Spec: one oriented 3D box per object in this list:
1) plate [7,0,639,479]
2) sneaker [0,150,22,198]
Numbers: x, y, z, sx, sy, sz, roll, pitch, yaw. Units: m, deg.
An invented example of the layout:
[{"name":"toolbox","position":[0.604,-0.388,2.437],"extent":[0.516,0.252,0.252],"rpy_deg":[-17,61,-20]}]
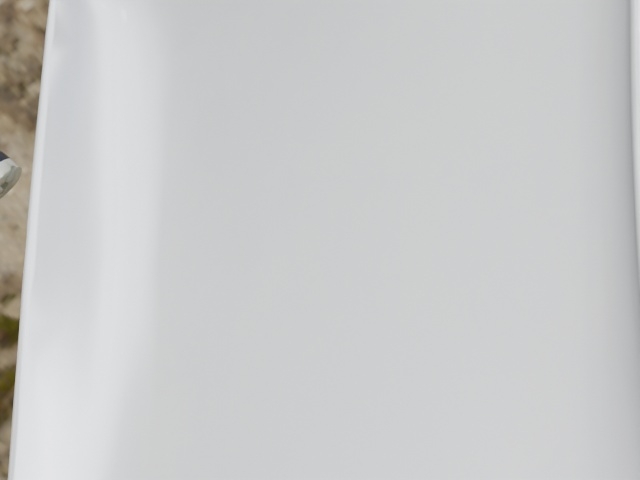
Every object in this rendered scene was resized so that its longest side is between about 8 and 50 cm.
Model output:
[{"name":"plate","position":[0.000,0.000,0.470],"extent":[0.277,0.045,0.278],"rpy_deg":[-16,66,48]},{"name":"sneaker","position":[-0.308,-0.010,1.073],"extent":[0.235,0.090,0.095],"rpy_deg":[-37,95,7]}]
